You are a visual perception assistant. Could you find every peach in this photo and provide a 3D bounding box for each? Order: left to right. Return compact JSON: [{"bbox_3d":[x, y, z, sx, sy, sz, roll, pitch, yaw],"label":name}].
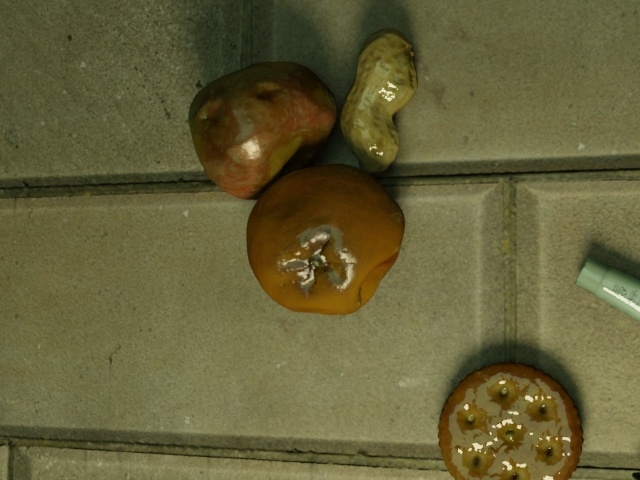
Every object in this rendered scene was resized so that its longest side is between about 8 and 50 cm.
[{"bbox_3d":[-0.087,-0.184,1.756,0.236,0.214,0.214,-29,77,9],"label":"peach"}]

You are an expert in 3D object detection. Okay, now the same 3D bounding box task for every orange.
[{"bbox_3d":[0.000,0.000,1.700,0.249,0.183,0.248,2,102,9],"label":"orange"}]

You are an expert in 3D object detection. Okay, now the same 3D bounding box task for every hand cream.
[{"bbox_3d":[0.474,0.091,1.626,0.205,0.050,0.078,29,93,14],"label":"hand cream"}]

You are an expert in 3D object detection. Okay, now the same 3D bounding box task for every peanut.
[{"bbox_3d":[0.091,-0.221,1.756,0.103,0.098,0.229,19,95,46],"label":"peanut"}]

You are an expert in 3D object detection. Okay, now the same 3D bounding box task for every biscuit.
[{"bbox_3d":[0.284,0.291,1.665,0.221,0.066,0.220,-1,84,15],"label":"biscuit"}]

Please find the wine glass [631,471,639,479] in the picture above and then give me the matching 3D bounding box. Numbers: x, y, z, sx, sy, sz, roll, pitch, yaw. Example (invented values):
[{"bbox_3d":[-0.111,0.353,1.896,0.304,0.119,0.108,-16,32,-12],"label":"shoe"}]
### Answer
[{"bbox_3d":[0.456,0.455,1.574,0.103,0.103,0.231,18,95,19],"label":"wine glass"}]
